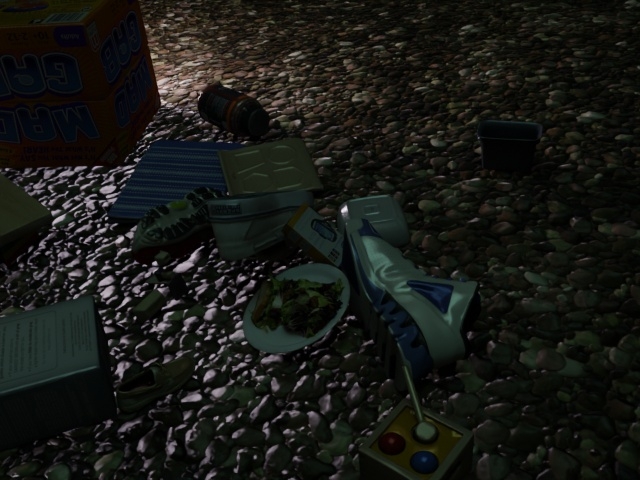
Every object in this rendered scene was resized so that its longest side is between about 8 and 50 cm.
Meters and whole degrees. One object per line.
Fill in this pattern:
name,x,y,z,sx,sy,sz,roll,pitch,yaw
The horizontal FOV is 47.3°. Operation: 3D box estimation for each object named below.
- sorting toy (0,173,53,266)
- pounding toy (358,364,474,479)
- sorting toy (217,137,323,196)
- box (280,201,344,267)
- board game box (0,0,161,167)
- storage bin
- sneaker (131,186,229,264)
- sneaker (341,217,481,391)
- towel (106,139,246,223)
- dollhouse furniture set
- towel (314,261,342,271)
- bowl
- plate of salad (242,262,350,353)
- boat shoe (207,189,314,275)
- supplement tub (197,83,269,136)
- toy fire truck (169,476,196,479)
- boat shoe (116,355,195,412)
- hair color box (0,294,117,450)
sorting toy,-0.713,-0.013,1.501,0.255,0.089,0.257,-31,42,-32
pounding toy,0.127,0.265,0.971,0.130,0.100,0.141,22,44,33
sorting toy,-0.115,-0.153,1.642,0.208,0.038,0.193,-9,45,-13
box,0.000,0.000,1.329,0.136,0.028,0.081,42,39,-6
board game box,-0.653,-0.424,1.844,0.357,0.356,0.356,-1,35,8
storage bin,0.413,-0.207,1.607,0.135,0.091,0.098,7,37,16
sneaker,-0.262,-0.024,1.441,0.107,0.118,0.279,49,37,18
sneaker,0.157,0.096,1.198,0.182,0.127,0.315,-11,46,-15
towel,-0.318,-0.133,1.669,0.243,0.040,0.336,3,37,8
dollhouse furniture set,-0.319,0.085,1.323,0.081,0.091,0.114,1,36,37
towel,0.042,0.061,1.336,0.120,0.029,0.067,20,42,32
bowl,0.102,-0.041,1.453,0.142,0.053,0.142,-7,37,-1
plate of salad,-0.046,0.105,1.235,0.200,0.048,0.199,-17,37,14
boat shoe,-0.098,-0.012,1.379,0.136,0.156,0.367,-1,6,14
supplement tub,-0.218,-0.325,1.857,0.106,0.106,0.198,-31,42,-31
toy fire truck,-0.094,0.391,0.805,0.247,0.158,0.217,15,38,9
boat shoe,-0.257,0.217,1.144,0.135,0.045,0.050,-32,43,-32
hair color box,-0.518,0.223,1.118,0.375,0.113,0.185,-14,35,-12
